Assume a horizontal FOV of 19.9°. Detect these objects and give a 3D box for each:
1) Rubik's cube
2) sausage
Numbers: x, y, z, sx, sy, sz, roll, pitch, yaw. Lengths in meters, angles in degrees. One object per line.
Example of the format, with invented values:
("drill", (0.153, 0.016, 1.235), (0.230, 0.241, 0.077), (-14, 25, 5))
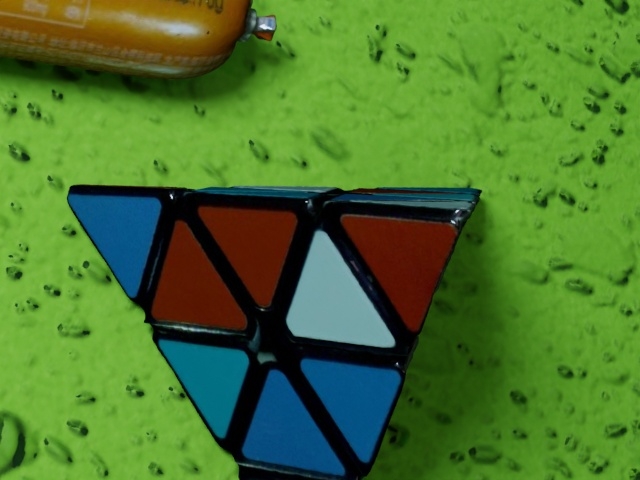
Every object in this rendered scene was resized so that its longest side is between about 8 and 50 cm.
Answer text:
("Rubik's cube", (0.000, 0.000, 1.008), (0.250, 0.234, 0.284), (34, 65, -11))
("sausage", (-0.170, -0.149, 1.054), (0.312, 0.093, 0.093), (7, 73, -22))
